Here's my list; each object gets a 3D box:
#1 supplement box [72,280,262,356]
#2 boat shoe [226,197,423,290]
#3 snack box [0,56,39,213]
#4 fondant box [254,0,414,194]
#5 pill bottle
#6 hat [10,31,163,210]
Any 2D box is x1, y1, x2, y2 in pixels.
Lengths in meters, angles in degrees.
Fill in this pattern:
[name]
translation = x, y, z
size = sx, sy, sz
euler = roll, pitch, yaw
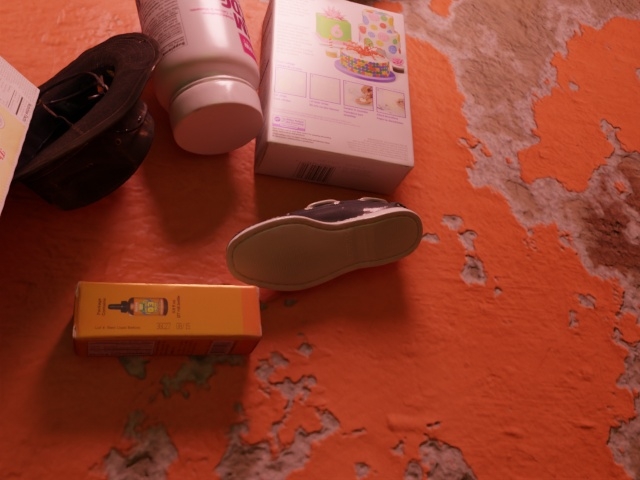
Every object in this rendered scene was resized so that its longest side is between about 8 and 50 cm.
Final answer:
[supplement box]
translation = -0.198, 0.104, 0.872
size = 0.233, 0.080, 0.078
euler = 4, 62, -19
[boat shoe]
translation = 0.000, 0.000, 0.988
size = 0.302, 0.091, 0.114
euler = -5, 110, -22
[snack box]
translation = -0.412, -0.140, 0.712
size = 0.187, 0.060, 0.322
euler = 46, 17, -36
[fondant box]
translation = 0.021, -0.253, 1.118
size = 0.238, 0.096, 0.330
euler = 8, 63, -15
[pill bottle]
translation = -0.183, -0.286, 1.025
size = 0.160, 0.160, 0.283
euler = -7, 68, -22
[hat]
translation = -0.325, -0.132, 0.904
size = 0.331, 0.134, 0.331
euler = -18, 42, 17
